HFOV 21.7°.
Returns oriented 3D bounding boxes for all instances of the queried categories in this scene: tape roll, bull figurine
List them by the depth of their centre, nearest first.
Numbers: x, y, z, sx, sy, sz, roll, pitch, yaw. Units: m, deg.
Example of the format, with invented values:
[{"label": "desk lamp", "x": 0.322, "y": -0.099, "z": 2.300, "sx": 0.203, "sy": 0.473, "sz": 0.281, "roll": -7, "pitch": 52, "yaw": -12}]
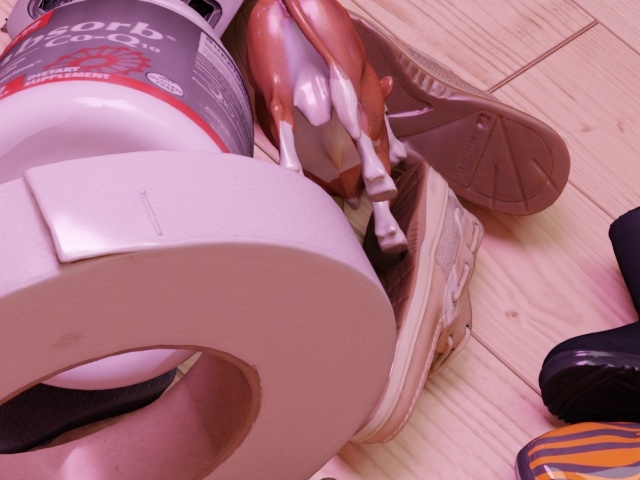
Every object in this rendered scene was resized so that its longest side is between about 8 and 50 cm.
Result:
[{"label": "tape roll", "x": -0.142, "y": 0.099, "z": 0.998, "sx": 0.392, "sy": 0.392, "sz": 0.072, "roll": -5, "pitch": 52, "yaw": -30}, {"label": "bull figurine", "x": 0.011, "y": -0.083, "z": 1.319, "sx": 0.101, "sy": 0.310, "sz": 0.188, "roll": -18, "pitch": 66, "yaw": 9}]

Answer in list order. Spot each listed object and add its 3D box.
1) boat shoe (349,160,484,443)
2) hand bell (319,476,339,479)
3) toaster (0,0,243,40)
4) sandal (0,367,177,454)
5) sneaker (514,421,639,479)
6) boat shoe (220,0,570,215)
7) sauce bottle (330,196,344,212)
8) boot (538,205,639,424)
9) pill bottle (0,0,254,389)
[{"label": "boat shoe", "x": 0.080, "y": 0.058, "z": 1.357, "sx": 0.098, "sy": 0.109, "sz": 0.302, "roll": 38, "pitch": 36, "yaw": -17}, {"label": "hand bell", "x": -0.080, "y": 0.258, "z": 1.111, "sx": 0.242, "sy": 0.126, "sz": 0.126, "roll": -18, "pitch": 59, "yaw": -22}, {"label": "toaster", "x": -0.164, "y": -0.204, "z": 1.423, "sx": 0.168, "sy": 0.185, "sz": 0.110, "roll": 32, "pitch": 15, "yaw": -8}, {"label": "sandal", "x": -0.214, "y": 0.114, "z": 1.203, "sx": 0.255, "sy": 0.054, "sz": 0.097, "roll": -5, "pitch": 59, "yaw": -42}, {"label": "sneaker", "x": 0.321, "y": 0.158, "z": 1.323, "sx": 0.321, "sy": 0.180, "sz": 0.124, "roll": 5, "pitch": 48, "yaw": -23}, {"label": "boat shoe", "x": 0.062, "y": -0.121, "z": 1.525, "sx": 0.341, "sy": 0.121, "sz": 0.110, "roll": 29, "pitch": 6, "yaw": -2}, {"label": "sauce bottle", "x": 0.000, "y": 0.000, "z": 1.414, "sx": 0.042, "sy": 0.042, "sz": 0.128, "roll": 14, "pitch": 43, "yaw": -14}, {"label": "boot", "x": 0.276, "y": 0.063, "z": 1.451, "sx": 0.247, "sy": 0.094, "sz": 0.207, "roll": 11, "pitch": 49, "yaw": -26}, {"label": "pill bottle", "x": -0.153, "y": -0.059, "z": 1.208, "sx": 0.210, "sy": 0.210, "sz": 0.363, "roll": 19, "pitch": 19, "yaw": -9}]
